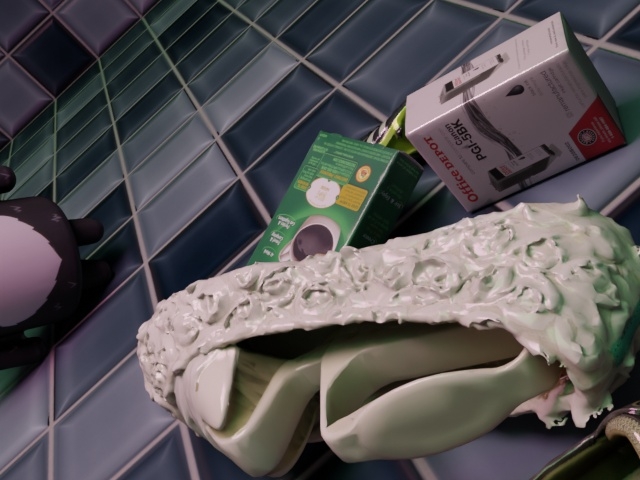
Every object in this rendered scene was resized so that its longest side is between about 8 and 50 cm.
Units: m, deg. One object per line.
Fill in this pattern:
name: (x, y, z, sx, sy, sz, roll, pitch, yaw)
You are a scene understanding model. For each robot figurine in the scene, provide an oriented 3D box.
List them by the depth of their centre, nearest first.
robot figurine: (-0.409, 0.037, 0.968, 0.209, 0.278, 0.173, 56, 136, 24)

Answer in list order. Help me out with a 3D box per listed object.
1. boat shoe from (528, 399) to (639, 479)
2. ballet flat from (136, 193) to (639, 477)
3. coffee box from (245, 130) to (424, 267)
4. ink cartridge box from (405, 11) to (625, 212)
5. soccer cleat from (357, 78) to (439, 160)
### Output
boat shoe: (0.158, 0.108, 0.350, 0.223, 0.073, 0.080, -40, 30, 8)
ballet flat: (0.003, 0.081, 0.497, 0.409, 0.147, 0.147, -21, 37, 36)
coffee box: (0.000, 0.000, 0.665, 0.113, 0.040, 0.184, 23, 83, 50)
ink cartridge box: (0.146, -0.093, 0.595, 0.135, 0.099, 0.056, -26, 35, 30)
soccer cleat: (0.067, -0.093, 0.735, 0.179, 0.060, 0.072, -43, 28, 7)
